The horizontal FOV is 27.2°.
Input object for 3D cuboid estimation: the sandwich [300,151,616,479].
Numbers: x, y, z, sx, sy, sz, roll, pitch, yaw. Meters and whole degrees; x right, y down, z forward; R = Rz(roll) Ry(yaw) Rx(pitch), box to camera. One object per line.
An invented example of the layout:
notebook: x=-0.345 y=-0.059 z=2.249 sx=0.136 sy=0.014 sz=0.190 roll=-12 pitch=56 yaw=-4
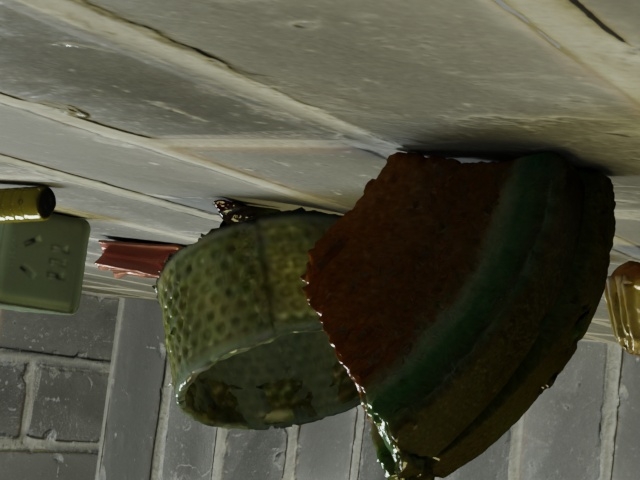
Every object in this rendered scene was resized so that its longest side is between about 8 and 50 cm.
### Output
sandwich: x=0.096 y=0.034 z=0.981 sx=0.212 sy=0.292 sz=0.109 roll=50 pitch=180 yaw=35

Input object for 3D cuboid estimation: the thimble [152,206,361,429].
thimble: x=-0.043 y=0.097 z=1.498 sx=0.270 sy=0.150 sz=0.271 roll=-9 pitch=151 yaw=-5

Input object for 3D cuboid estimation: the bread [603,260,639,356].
bread: x=0.438 y=0.087 z=1.502 sx=0.152 sy=0.119 sz=0.288 roll=-2 pitch=171 yaw=38

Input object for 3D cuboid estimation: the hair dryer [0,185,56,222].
hair dryer: x=-0.444 y=-0.041 z=1.560 sx=0.278 sy=0.090 sz=0.135 roll=-2 pitch=169 yaw=23

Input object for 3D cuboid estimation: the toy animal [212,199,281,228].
toy animal: x=-0.089 y=0.002 z=1.515 sx=0.105 sy=0.070 sz=0.202 roll=-25 pitch=153 yaw=-5

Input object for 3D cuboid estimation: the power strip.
power strip: x=-0.449 y=0.028 z=1.880 sx=0.140 sy=0.139 sz=0.224 roll=11 pitch=173 yaw=-41

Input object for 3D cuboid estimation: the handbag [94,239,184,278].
handbag: x=-0.279 y=0.039 z=2.187 sx=0.157 sy=0.059 sz=0.212 roll=6 pitch=175 yaw=6
